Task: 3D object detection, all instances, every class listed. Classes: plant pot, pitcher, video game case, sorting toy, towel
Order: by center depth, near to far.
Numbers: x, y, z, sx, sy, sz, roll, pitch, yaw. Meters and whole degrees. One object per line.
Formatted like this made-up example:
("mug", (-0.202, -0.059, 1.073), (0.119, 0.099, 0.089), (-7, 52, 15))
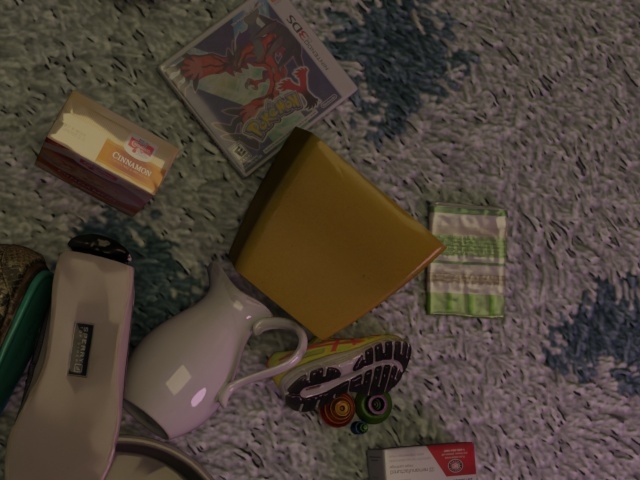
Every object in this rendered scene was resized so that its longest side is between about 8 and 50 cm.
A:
("pitcher", (-0.132, 0.150, 1.817), (0.177, 0.125, 0.207), (28, 68, 29))
("plant pot", (0.000, 0.000, 1.852), (0.212, 0.212, 0.187), (40, 90, -10))
("sorting toy", (0.050, 0.219, 1.916), (0.102, 0.042, 0.061), (-6, 84, -16))
("video game case", (-0.081, -0.211, 1.947), (0.201, 0.023, 0.183), (-39, 94, -16))
("towel", (0.194, 0.027, 1.994), (0.113, 0.023, 0.152), (4, 84, -12))

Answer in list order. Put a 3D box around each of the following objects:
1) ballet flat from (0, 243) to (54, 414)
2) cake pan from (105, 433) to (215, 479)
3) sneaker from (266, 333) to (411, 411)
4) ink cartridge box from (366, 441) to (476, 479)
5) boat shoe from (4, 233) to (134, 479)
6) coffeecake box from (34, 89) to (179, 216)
("ballet flat", (-0.455, 0.225, 1.737), (0.182, 0.164, 0.483), (11, 73, 8))
("cake pan", (-0.246, 0.383, 1.807), (0.293, 0.054, 0.293), (2, 82, -15))
("sneaker", (0.024, 0.150, 1.901), (0.208, 0.094, 0.081), (-8, 120, -35))
("ink cartridge box", (0.135, 0.350, 1.906), (0.127, 0.072, 0.175), (-3, 83, -16))
("boat shoe", (-0.282, 0.168, 1.764), (0.127, 0.158, 0.341), (14, 85, -1))
("coffeecake box", (-0.261, -0.101, 1.798), (0.142, 0.185, 0.068), (29, 76, -10))
